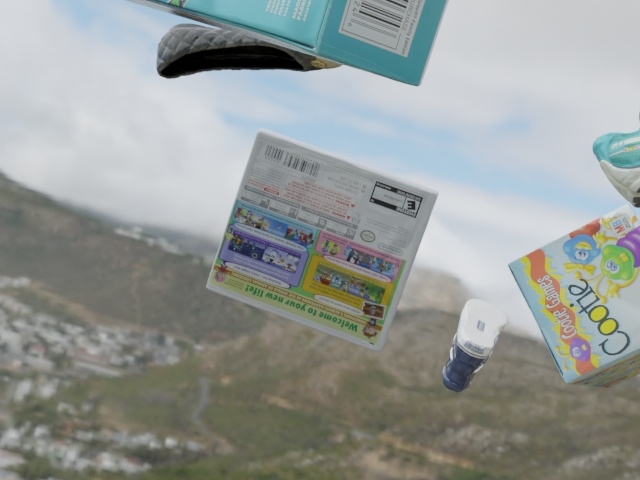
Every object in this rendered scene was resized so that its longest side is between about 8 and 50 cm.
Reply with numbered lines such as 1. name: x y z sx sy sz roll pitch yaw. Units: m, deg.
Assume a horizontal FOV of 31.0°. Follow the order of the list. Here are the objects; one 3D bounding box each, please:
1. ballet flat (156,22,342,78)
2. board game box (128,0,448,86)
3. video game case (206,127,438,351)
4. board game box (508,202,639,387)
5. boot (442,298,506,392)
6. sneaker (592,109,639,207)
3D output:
1. ballet flat: -0.058 -0.156 0.988 0.173 0.049 0.057 4 -23 19
2. board game box: -0.035 -0.252 0.686 0.079 0.253 0.336 12 10 -40
3. video game case: 0.000 0.000 1.288 0.212 0.193 0.023 20 10 5
4. board game box: 0.331 0.071 1.292 0.142 0.144 0.275 -29 -17 16
5. boot: 0.220 0.152 1.700 0.069 0.086 0.190 30 21 9
6. sneaker: 0.469 -0.148 1.492 0.110 0.275 0.107 51 -28 22
